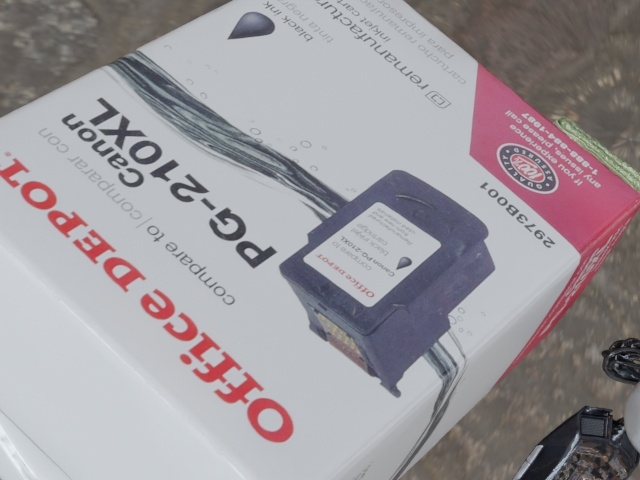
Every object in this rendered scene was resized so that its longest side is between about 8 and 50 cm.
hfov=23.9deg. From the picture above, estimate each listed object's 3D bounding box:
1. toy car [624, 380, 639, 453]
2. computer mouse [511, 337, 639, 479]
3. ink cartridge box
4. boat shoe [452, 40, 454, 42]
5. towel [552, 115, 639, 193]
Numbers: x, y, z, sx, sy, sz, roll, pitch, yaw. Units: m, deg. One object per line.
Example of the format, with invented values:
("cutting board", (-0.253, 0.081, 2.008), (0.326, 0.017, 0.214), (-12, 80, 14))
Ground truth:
("toy car", (0.328, 0.120, 1.130), (0.159, 0.182, 0.136), (7, 100, -12))
("computer mouse", (0.274, 0.217, 1.442), (0.184, 0.060, 0.262), (23, 102, -28))
("ink cartridge box", (-0.018, 0.009, 0.569), (0.172, 0.237, 0.100), (41, 136, 14))
("boat shoe", (0.016, -0.188, 1.796), (0.342, 0.123, 0.123), (3, 123, -15))
("towel", (0.332, -0.089, 1.903), (0.148, 0.110, 0.027), (36, 56, -5))
